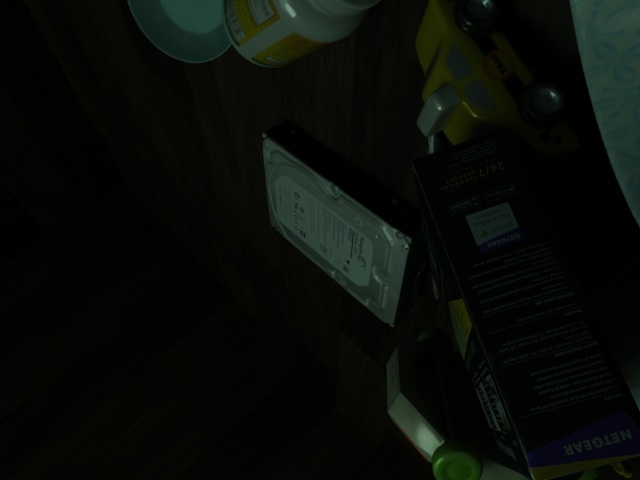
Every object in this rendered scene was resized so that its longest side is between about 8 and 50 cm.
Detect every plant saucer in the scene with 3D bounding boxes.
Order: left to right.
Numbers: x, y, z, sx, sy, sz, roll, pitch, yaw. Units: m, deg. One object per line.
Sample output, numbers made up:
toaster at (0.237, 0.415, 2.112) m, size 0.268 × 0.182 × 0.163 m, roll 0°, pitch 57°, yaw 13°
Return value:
plant saucer at (-0.199, -0.370, 0.766) m, size 0.195 × 0.037 × 0.195 m, roll 10°, pitch 126°, yaw 14°

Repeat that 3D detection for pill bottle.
pill bottle at (-0.019, -0.262, 0.543) m, size 0.117 × 0.117 × 0.208 m, roll 58°, pitch 159°, yaw -20°

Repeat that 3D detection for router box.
router box at (0.173, 0.078, 0.491) m, size 0.309 × 0.081 × 0.242 m, roll 51°, pitch -159°, yaw -67°

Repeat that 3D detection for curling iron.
curling iron at (0.154, -0.027, 0.676) m, size 0.035 × 0.068 × 0.274 m, roll -2°, pitch 130°, yaw 18°

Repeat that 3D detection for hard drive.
hard drive at (0.030, -0.028, 0.885) m, size 0.339 × 0.064 × 0.237 m, roll 39°, pitch 149°, yaw 28°

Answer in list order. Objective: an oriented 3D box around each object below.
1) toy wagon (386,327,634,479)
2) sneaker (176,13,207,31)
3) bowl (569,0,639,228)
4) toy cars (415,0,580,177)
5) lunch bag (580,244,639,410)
toy wagon at (0.256, 0.256, 0.705) m, size 0.344 × 0.068 × 0.267 m, roll 25°, pitch -157°, yaw -3°
sneaker at (-0.230, -0.410, 0.809) m, size 0.188 × 0.067 × 0.078 m, roll 55°, pitch 164°, yaw -6°
bowl at (0.201, -0.131, 0.194) m, size 0.156 × 0.289 × 0.289 m, roll -12°, pitch 125°, yaw 21°
toy cars at (0.092, -0.207, 0.397) m, size 0.176 × 0.087 × 0.393 m, roll 48°, pitch 166°, yaw 56°
lunch bag at (0.348, 0.125, 0.450) m, size 0.279 × 0.108 × 0.224 m, roll 48°, pitch 166°, yaw 13°
